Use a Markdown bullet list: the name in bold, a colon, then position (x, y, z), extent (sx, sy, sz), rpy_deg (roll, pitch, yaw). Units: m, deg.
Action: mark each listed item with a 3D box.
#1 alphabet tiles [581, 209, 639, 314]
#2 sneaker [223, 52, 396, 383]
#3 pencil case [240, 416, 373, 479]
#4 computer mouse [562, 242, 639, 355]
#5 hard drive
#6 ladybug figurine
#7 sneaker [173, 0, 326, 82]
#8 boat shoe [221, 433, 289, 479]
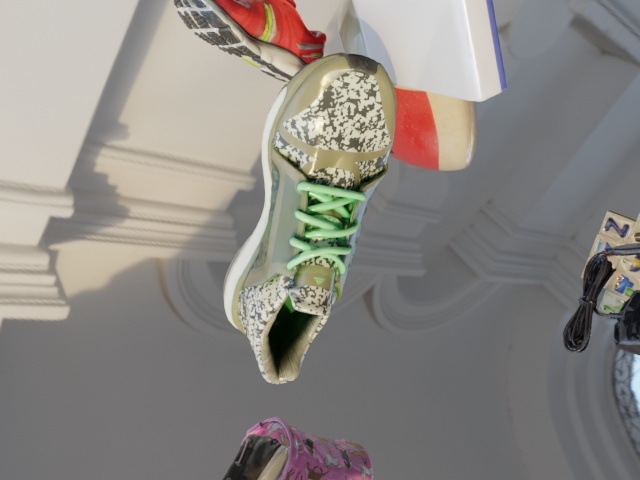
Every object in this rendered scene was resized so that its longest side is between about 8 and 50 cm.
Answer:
- **alphabet tiles**: position (0.697, 0.079, 1.230), extent (0.342, 0.285, 0.011), rpy_deg (28, -139, 30)
- **sneaker**: position (0.000, 0.000, 0.717), extent (0.157, 0.411, 0.182), rpy_deg (5, -146, -19)
- **pencil case**: position (-0.025, 0.540, 1.538), extent (0.167, 0.160, 0.386), rpy_deg (10, 163, 39)
- **computer mouse**: position (0.477, 0.086, 0.889), extent (0.060, 0.184, 0.262), rpy_deg (32, 159, -24)
- **hard drive**: position (0.073, -0.303, 0.610), extent (0.040, 0.319, 0.210), rpy_deg (-27, -151, -15)
- **ladybug figurine**: position (0.141, -0.261, 1.010), extent (0.449, 0.161, 0.305), rpy_deg (53, -158, -61)
- **sneaker**: position (-0.096, -0.328, 0.940), extent (0.107, 0.119, 0.279), rpy_deg (21, -178, 41)
- **boat shoe**: position (-0.181, 0.516, 1.226), extent (0.095, 0.112, 0.335), rpy_deg (19, -139, 22)
